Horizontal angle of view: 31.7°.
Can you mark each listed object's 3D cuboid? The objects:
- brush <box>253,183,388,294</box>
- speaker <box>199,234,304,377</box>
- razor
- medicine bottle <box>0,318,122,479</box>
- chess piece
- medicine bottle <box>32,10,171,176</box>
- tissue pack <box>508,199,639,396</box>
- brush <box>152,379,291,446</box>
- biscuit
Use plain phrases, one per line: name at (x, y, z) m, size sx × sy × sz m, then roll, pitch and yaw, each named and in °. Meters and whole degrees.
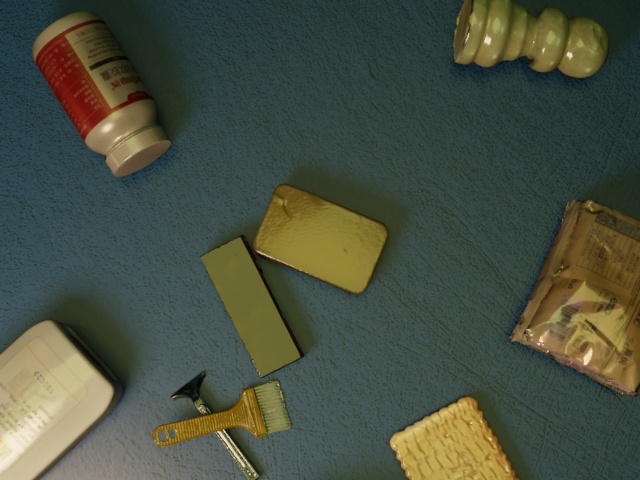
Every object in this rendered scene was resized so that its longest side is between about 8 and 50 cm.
brush at (0.000, 0.000, 1.804) m, size 0.197 × 0.059 × 0.123 m, roll 23°, pitch 81°, yaw 2°
speaker at (-0.108, 0.105, 1.799) m, size 0.082 × 0.044 × 0.218 m, roll -28°, pitch 84°, yaw -3°
razor at (-0.159, 0.304, 1.781) m, size 0.066 × 0.033 × 0.190 m, roll -36°, pitch 85°, yaw -3°
medicine bottle at (-0.477, 0.285, 1.741) m, size 0.324 × 0.124 × 0.179 m, roll -44°, pitch 84°, yaw -6°
chess piece at (0.345, -0.329, 1.815) m, size 0.243 × 0.133 × 0.133 m, roll 11°, pitch 83°, yaw -3°
medicine bottle at (-0.348, -0.234, 1.797) m, size 0.131 × 0.131 × 0.250 m, roll -33°, pitch 83°, yaw -4°
tissue pack at (0.445, 0.084, 1.761) m, size 0.215 × 0.123 × 0.256 m, roll 26°, pitch 85°, yaw 1°
brush at (-0.157, 0.284, 1.766) m, size 0.218 × 0.010 × 0.082 m, roll -13°, pitch 82°, yaw -18°
biscuit at (0.230, 0.385, 1.770) m, size 0.160 × 0.030 × 0.249 m, roll -28°, pitch 84°, yaw -4°
